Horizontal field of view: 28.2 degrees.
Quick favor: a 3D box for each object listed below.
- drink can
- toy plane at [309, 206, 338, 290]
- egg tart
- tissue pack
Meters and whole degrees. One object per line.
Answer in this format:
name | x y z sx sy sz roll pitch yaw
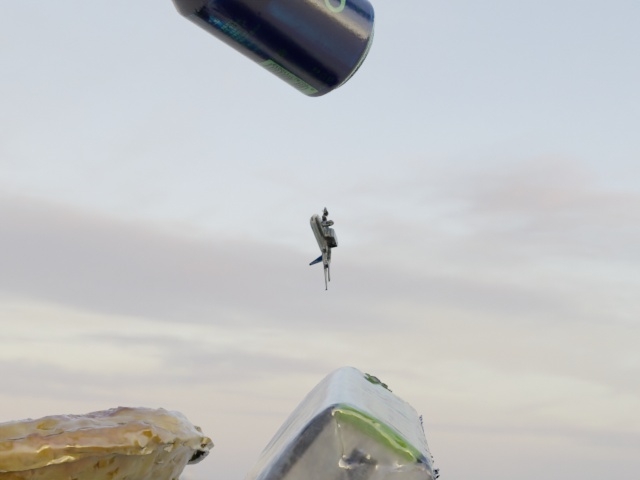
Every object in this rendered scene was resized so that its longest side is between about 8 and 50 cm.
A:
drink can | -0.050 -0.232 1.240 0.205 0.118 0.118 30 -24 -31
toy plane | 0.003 0.000 1.047 0.024 0.078 0.084 0 -30 -1
egg tart | -0.330 0.306 1.454 0.443 0.178 0.443 -11 -14 -3
tissue pack | -0.023 0.260 1.138 0.124 0.288 0.394 35 0 2
